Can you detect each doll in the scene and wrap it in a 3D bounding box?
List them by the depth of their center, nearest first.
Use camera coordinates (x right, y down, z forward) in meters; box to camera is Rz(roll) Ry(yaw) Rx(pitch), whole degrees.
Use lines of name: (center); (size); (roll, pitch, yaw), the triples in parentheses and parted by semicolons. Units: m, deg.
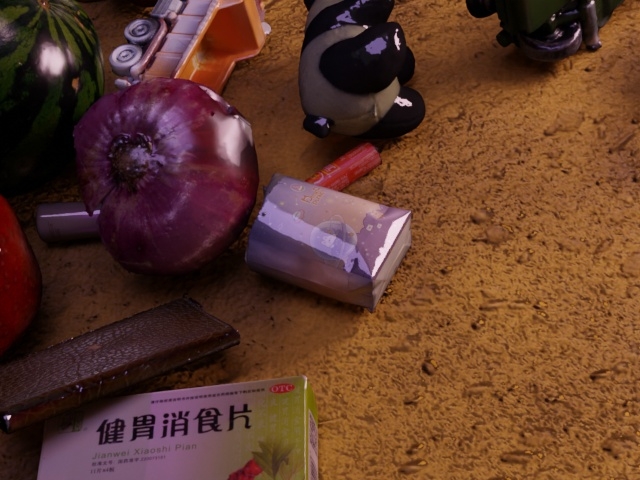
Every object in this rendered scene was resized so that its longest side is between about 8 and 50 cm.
doll: (0.040, -0.212, 1.560); (0.135, 0.143, 0.234); (-12, 43, 9)

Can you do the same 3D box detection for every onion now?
onion: (-0.154, -0.074, 1.445); (0.201, 0.200, 0.207); (-8, 50, 6)

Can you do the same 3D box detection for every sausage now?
sausage: (0.008, -0.065, 1.509); (0.129, 0.034, 0.034); (-34, 50, -18)

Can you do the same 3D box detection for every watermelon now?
watermelon: (-0.385, -0.186, 1.541); (0.285, 0.285, 0.285); (-6, 48, 7)

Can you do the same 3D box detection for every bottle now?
bottle: (-0.268, -0.023, 1.526); (0.096, 0.045, 0.045); (-3, 48, 8)

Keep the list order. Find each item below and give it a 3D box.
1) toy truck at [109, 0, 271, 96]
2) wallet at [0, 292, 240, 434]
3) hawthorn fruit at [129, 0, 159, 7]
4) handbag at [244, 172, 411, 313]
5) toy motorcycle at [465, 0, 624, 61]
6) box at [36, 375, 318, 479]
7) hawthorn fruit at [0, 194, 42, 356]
toy truck: (-0.157, -0.235, 1.647); (0.135, 0.114, 0.270); (8, 53, 20)
wallet: (-0.212, 0.121, 1.336); (0.243, 0.039, 0.133); (-22, 21, -25)
hawthorn fruit: (-0.220, -0.401, 1.762); (0.189, 0.189, 0.189); (-6, 48, 7)
handbag: (0.000, 0.000, 1.420); (0.173, 0.095, 0.117); (19, 48, 17)
toy motorcycle: (0.288, -0.325, 1.570); (0.275, 0.205, 0.127); (-42, 52, -17)
box: (-0.133, 0.224, 1.261); (0.260, 0.062, 0.175); (-8, 47, 7)
hawthorn fruit: (-0.398, 0.010, 1.387); (0.210, 0.266, 0.230); (-16, 48, -27)
